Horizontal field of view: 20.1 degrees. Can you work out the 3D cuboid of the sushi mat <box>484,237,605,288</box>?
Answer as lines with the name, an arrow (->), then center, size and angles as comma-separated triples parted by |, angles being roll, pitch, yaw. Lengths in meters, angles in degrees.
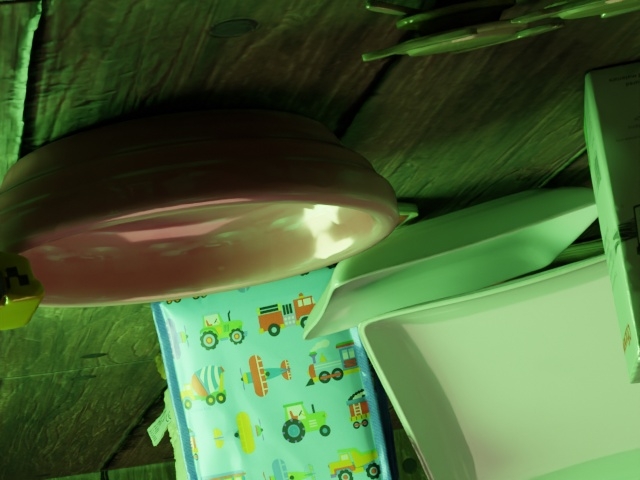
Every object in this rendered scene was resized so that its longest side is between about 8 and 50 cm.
sushi mat -> 0.209, 0.036, 2.059 | 0.316, 0.019, 0.151 | -11, 167, 8

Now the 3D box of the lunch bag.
lunch bag -> -0.038, 0.192, 1.932 | 0.221, 0.293, 0.138 | -12, 168, 12

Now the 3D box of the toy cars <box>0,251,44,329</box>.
toy cars -> -0.383, 0.062, 1.266 | 0.393, 0.087, 0.176 | -20, 164, 18

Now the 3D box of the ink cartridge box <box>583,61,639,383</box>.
ink cartridge box -> 0.263, -0.012, 1.381 | 0.092, 0.219, 0.160 | -10, 168, 6

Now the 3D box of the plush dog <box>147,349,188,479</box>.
plush dog -> -0.066, 0.189, 2.180 | 0.225, 0.262, 0.210 | 8, -165, -28

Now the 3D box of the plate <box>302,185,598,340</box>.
plate -> 0.120, 0.016, 1.756 | 0.278, 0.045, 0.277 | -17, 168, -10

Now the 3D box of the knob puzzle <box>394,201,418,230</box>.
knob puzzle -> 0.000, 0.000, 1.700 | 0.213, 0.030, 0.213 | -9, 168, -2

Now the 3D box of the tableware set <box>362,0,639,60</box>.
tableware set -> 0.127, -0.148, 1.089 | 0.194, 0.039, 0.128 | -10, -179, 34

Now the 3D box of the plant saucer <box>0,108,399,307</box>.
plant saucer -> -0.108, -0.024, 1.372 | 0.332, 0.084, 0.332 | -8, 169, -2

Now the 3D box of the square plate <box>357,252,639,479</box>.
square plate -> 0.255, 0.154, 1.875 | 0.347, 0.049, 0.344 | -16, 125, 13
